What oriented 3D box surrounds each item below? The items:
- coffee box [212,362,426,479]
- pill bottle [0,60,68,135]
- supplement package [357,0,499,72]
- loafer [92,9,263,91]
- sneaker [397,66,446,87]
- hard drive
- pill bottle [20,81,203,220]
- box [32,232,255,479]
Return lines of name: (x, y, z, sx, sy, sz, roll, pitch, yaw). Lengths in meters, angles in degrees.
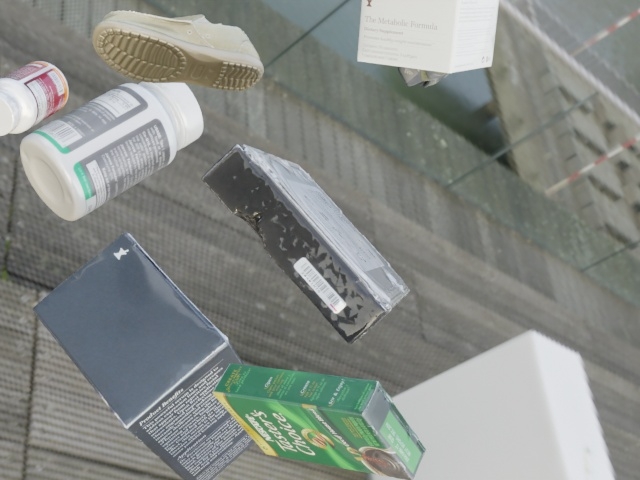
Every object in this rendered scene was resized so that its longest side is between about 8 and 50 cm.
coffee box: (-0.003, 0.171, 0.912, 0.113, 0.184, 0.040, 57, 50, -36)
pill bottle: (-0.454, -0.213, 1.456, 0.086, 0.086, 0.152, 51, 28, -10)
supplement package: (0.143, -0.344, 1.207, 0.134, 0.139, 0.244, -23, 120, -55)
loafer: (-0.216, -0.295, 1.456, 0.269, 0.102, 0.092, 10, 54, -32)
sneaker: (0.200, -0.328, 1.643, 0.111, 0.121, 0.300, 52, 22, 3)
hard drive: (0.000, 0.000, 1.137, 0.237, 0.064, 0.339, 48, 6, 6)
pill bottle: (-0.442, -0.213, 2.075, 0.361, 0.204, 0.204, -36, 93, -31)
box: (-0.276, 0.227, 1.707, 0.293, 0.212, 0.395, 43, -14, 29)
